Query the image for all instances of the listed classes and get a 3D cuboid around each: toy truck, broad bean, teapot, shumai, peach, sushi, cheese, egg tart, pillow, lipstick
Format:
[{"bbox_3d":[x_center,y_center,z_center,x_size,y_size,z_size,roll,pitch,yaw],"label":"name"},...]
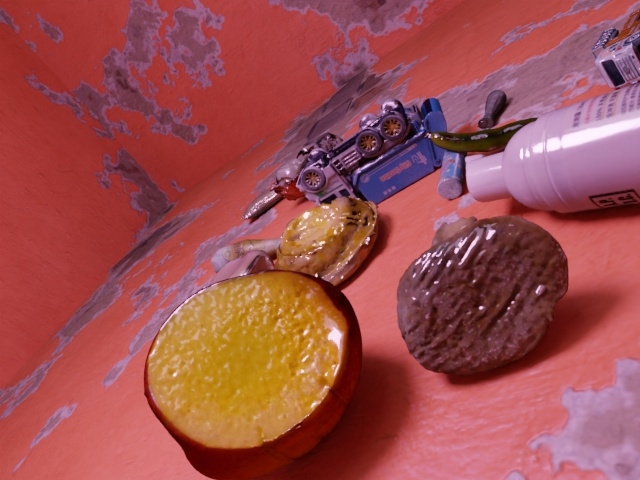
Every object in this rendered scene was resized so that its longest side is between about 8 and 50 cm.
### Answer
[{"bbox_3d":[0.124,-0.195,1.118,0.367,0.175,0.146,-29,22,24],"label":"toy truck"},{"bbox_3d":[0.315,-0.206,0.941,0.227,0.039,0.069,3,68,25],"label":"broad bean"},{"bbox_3d":[0.385,-0.291,1.079,0.043,0.043,0.110,-13,37,48],"label":"teapot"},{"bbox_3d":[0.190,0.056,0.588,0.209,0.161,0.153,-56,-7,19],"label":"shumai"},{"bbox_3d":[-0.073,0.160,0.642,0.275,0.248,0.245,-29,-1,2],"label":"peach"},{"bbox_3d":[-0.027,-0.235,1.506,0.124,0.130,0.332,-16,30,45],"label":"sushi"},{"bbox_3d":[-0.234,0.110,1.221,0.286,0.082,0.163,-17,30,46],"label":"cheese"},{"bbox_3d":[0.000,0.000,1.009,0.279,0.095,0.278,-29,33,21],"label":"egg tart"},{"bbox_3d":[0.547,-0.341,0.855,0.177,0.080,0.115,-50,19,-28],"label":"toy truck"},{"bbox_3d":[-0.191,-0.144,1.693,0.208,0.053,0.119,-36,17,7],"label":"pillow"},{"bbox_3d":[0.265,-0.143,0.959,0.048,0.048,0.158,-24,26,35],"label":"lipstick"}]

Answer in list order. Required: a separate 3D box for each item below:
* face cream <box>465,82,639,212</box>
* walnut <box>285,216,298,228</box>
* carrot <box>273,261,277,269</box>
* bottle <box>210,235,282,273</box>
[{"bbox_3d":[0.343,-0.107,0.637,0.370,0.145,0.145,-12,34,53],"label":"face cream"},{"bbox_3d":[-0.047,-0.018,1.182,0.096,0.083,0.079,-59,1,-39],"label":"walnut"},{"bbox_3d":[-0.088,0.080,1.109,0.035,0.035,0.142,-37,26,7],"label":"carrot"},{"bbox_3d":[-0.181,0.034,1.287,0.270,0.083,0.083,-16,31,35],"label":"bottle"}]
